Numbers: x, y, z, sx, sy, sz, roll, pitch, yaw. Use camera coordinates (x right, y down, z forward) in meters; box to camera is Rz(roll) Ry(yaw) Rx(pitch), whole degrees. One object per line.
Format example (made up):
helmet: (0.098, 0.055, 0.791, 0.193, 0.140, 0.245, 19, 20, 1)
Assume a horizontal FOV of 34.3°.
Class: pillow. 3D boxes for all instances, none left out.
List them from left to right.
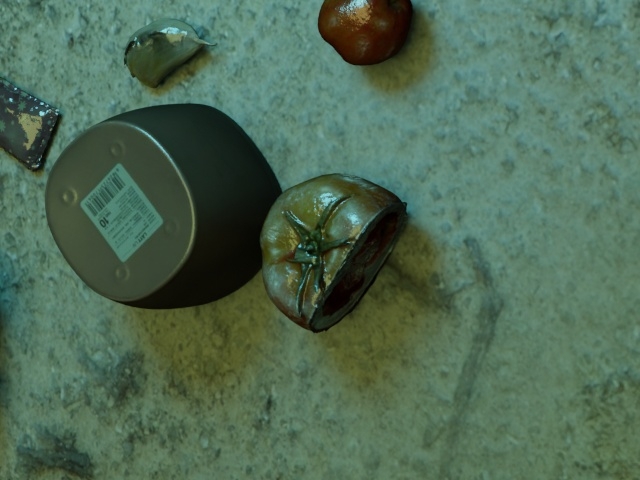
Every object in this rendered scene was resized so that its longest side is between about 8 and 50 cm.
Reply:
pillow: (-0.503, -0.198, 1.650, 0.185, 0.043, 0.118, 30, 103, 18)

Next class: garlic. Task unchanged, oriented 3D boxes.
garlic: (-0.226, -0.287, 1.522, 0.152, 0.066, 0.084, -32, 110, 25)

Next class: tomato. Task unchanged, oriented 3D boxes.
tomato: (0.000, 0.000, 1.390, 0.155, 0.180, 0.214, 36, 103, 23)

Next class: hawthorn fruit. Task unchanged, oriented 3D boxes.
hawthorn fruit: (0.066, -0.289, 1.359, 0.140, 0.125, 0.125, 18, 102, 42)

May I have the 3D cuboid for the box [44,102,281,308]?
box: (-0.228, -0.049, 1.459, 0.301, 0.216, 0.301, 1, 93, 24)
